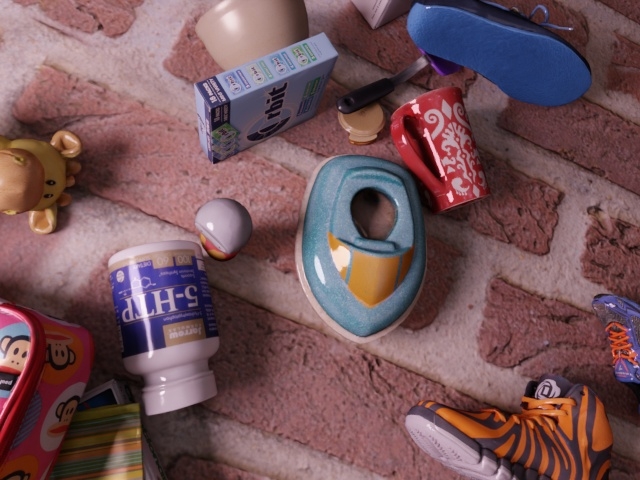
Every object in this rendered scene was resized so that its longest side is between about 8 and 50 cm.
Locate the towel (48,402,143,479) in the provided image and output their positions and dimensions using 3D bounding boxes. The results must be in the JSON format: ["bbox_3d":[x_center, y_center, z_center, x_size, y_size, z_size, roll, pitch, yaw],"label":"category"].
[{"bbox_3d":[-0.226,0.292,0.435,0.102,0.021,0.237,-9,71,-8],"label":"towel"}]

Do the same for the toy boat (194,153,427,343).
[{"bbox_3d":[0.000,0.000,0.578,0.318,0.148,0.267,2,76,-13],"label":"toy boat"}]

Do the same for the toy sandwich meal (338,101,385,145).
[{"bbox_3d":[0.067,-0.193,0.707,0.085,0.029,0.086,2,68,-4],"label":"toy sandwich meal"}]

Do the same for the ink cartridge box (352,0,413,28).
[{"bbox_3d":[0.100,-0.542,0.755,0.198,0.115,0.273,-35,87,-19],"label":"ink cartridge box"}]

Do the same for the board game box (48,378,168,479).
[{"bbox_3d":[-0.246,0.333,0.459,0.193,0.053,0.305,-26,75,-14],"label":"board game box"}]

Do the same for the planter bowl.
[{"bbox_3d":[-0.082,-0.286,0.636,0.162,0.162,0.109,-31,105,-18],"label":"planter bowl"}]

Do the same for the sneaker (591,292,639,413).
[{"bbox_3d":[0.500,0.184,0.689,0.087,0.083,0.221,-29,81,-10],"label":"sneaker"}]

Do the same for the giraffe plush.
[{"bbox_3d":[-0.394,-0.083,0.519,0.170,0.181,0.210,23,37,-17],"label":"giraffe plush"}]

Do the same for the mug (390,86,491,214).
[{"bbox_3d":[0.174,-0.128,0.676,0.150,0.113,0.169,-17,85,-15],"label":"mug"}]

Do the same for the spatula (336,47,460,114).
[{"bbox_3d":[0.135,-0.272,0.723,0.296,0.030,0.084,-36,87,-25],"label":"spatula"}]

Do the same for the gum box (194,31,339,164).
[{"bbox_3d":[-0.078,-0.190,0.603,0.184,0.157,0.041,-31,84,-18],"label":"gum box"}]

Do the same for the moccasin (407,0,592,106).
[{"bbox_3d":[0.314,-0.346,0.738,0.342,0.138,0.117,21,56,-17],"label":"moccasin"}]

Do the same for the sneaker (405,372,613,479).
[{"bbox_3d":[0.269,0.254,0.605,0.321,0.124,0.180,33,67,-15],"label":"sneaker"}]

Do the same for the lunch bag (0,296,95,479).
[{"bbox_3d":[-0.397,0.168,0.424,0.293,0.120,0.258,14,75,13],"label":"lunch bag"}]

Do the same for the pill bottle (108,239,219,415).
[{"bbox_3d":[-0.183,0.103,0.529,0.112,0.112,0.187,-11,79,-16],"label":"pill bottle"}]
